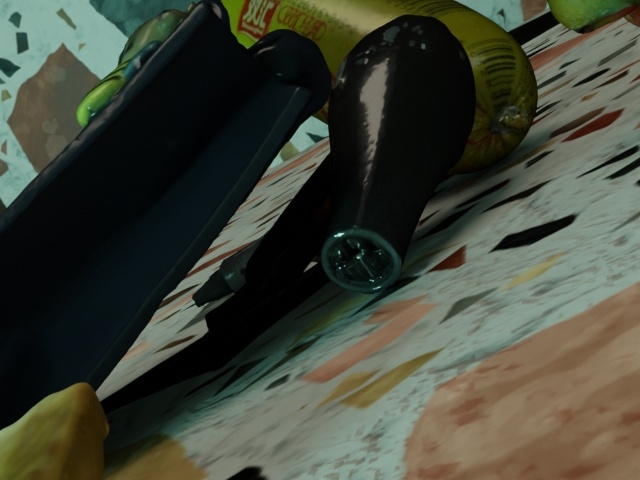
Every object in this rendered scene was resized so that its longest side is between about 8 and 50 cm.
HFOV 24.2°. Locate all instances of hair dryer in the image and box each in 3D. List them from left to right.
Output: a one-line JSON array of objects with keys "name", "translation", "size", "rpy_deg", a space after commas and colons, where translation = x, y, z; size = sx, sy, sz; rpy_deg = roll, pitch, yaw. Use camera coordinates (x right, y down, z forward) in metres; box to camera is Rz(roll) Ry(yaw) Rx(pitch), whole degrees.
[{"name": "hair dryer", "translation": [-0.012, -0.007, 1.141], "size": [0.195, 0.050, 0.173], "rpy_deg": [-30, 2, 40]}, {"name": "hair dryer", "translation": [0.000, 0.000, 0.941], "size": [0.271, 0.091, 0.235], "rpy_deg": [-53, 13, 39]}]

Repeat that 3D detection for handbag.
[{"name": "handbag", "translation": [-0.134, -0.003, 0.885], "size": [0.329, 0.122, 0.303], "rpy_deg": [-50, 6, 0]}]

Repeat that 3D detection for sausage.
[{"name": "sausage", "translation": [0.034, -0.140, 1.111], "size": [0.123, 0.123, 0.347], "rpy_deg": [-33, 40, -20]}]

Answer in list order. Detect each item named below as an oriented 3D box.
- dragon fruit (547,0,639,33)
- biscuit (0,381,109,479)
[{"name": "dragon fruit", "translation": [0.235, -0.190, 0.738], "size": [0.227, 0.243, 0.307], "rpy_deg": [-58, -21, -27]}, {"name": "biscuit", "translation": [-0.216, 0.170, 0.553], "size": [0.309, 0.040, 0.204], "rpy_deg": [-29, 16, 8]}]
